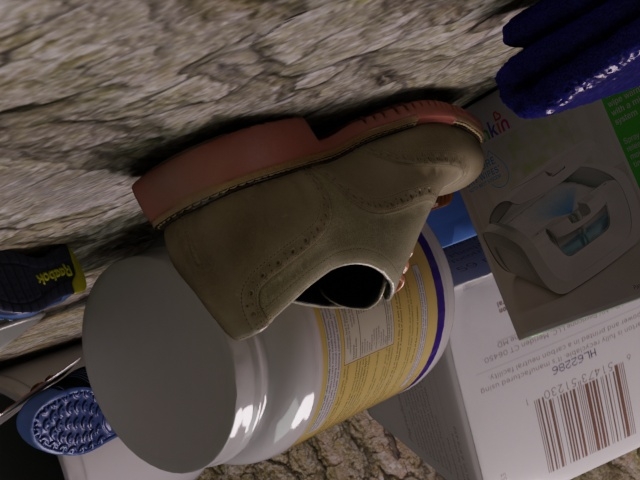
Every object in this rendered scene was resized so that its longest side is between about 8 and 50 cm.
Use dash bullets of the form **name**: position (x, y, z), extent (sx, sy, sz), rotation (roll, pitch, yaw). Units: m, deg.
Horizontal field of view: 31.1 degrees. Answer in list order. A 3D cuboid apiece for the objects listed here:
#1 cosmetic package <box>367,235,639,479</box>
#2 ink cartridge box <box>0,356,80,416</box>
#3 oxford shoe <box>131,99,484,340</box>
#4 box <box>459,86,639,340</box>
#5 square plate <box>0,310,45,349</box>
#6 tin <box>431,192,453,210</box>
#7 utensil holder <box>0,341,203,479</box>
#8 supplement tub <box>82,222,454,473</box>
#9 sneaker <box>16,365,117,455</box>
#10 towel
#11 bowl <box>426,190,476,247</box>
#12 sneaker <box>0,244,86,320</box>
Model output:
- **cosmetic package**: position (0.246, 0.114, 1.620), extent (0.329, 0.328, 0.393), rotation (-21, -162, -17)
- **ink cartridge box**: position (-0.473, 0.225, 1.307), extent (0.385, 0.091, 0.308), rotation (-34, 180, -23)
- **oxford shoe**: position (0.022, -0.018, 0.910), extent (0.140, 0.147, 0.397), rotation (-27, 174, 40)
- **box**: position (0.267, -0.060, 1.056), extent (0.126, 0.231, 0.262), rotation (-16, 173, -38)
- **square plate**: position (-0.465, 0.141, 1.025), extent (0.347, 0.049, 0.344), rotation (-17, 173, -40)
- **tin**: position (0.057, -0.049, 1.123), extent (0.106, 0.040, 0.189), rotation (17, -159, 34)
- **utensil holder**: position (-0.398, 0.334, 1.875), extent (0.327, 0.328, 0.385), rotation (-25, 175, 30)
- **supplement tub**: position (-0.045, 0.081, 1.153), extent (0.241, 0.241, 0.331), rotation (-26, 174, 40)
- **sneaker**: position (-0.276, 0.189, 1.318), extent (0.090, 0.081, 0.232), rotation (9, -176, 29)
- **towel**: position (0.279, -0.182, 0.760), extent (0.308, 0.076, 0.227), rotation (-22, 172, -32)
- **bowl**: position (0.269, -0.097, 1.378), extent (0.391, 0.077, 0.391), rotation (-26, -179, 1)
- **sneaker**: position (-0.243, 0.039, 0.915), extent (0.059, 0.053, 0.144), rotation (-22, 175, 18)
